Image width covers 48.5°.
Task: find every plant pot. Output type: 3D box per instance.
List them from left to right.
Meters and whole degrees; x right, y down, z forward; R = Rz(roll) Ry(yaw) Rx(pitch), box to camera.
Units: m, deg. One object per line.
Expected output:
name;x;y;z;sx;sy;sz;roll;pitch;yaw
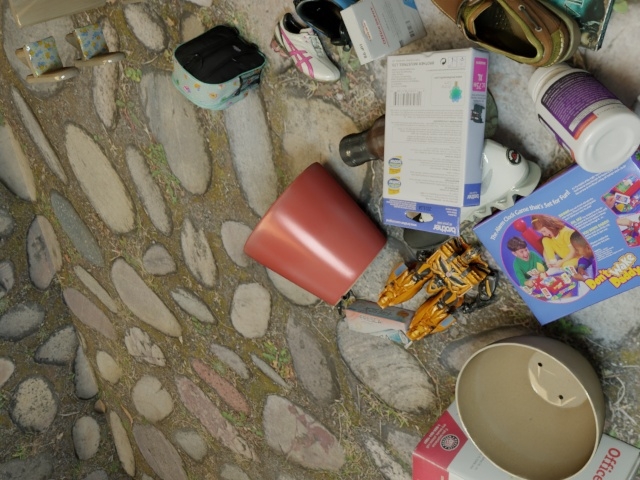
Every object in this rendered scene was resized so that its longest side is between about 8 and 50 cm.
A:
plant pot;0.000;0.000;1.610;0.243;0.275;0.275;40;138;3
plant pot;0.439;0.303;1.408;0.284;0.191;0.284;15;114;36

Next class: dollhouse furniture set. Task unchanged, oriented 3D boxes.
dollhouse furniture set;-0.496;-0.581;1.575;0.256;0.394;0.362;8;121;40

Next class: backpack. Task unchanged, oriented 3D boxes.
backpack;-0.245;-0.385;1.623;0.166;0.188;0.144;44;138;12

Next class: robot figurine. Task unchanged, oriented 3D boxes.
robot figurine;0.252;0.099;1.548;0.211;0.085;0.291;47;139;8

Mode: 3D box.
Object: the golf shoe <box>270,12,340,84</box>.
golf shoe;-0.029;-0.401;1.496;0.186;0.067;0.086;42;136;16

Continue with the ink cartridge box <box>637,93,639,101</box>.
ink cartridge box;0.641;-0.159;1.015;0.333;0.065;0.165;47;139;11

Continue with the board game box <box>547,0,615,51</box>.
board game box;0.402;-0.403;1.110;0.126;0.026;0.186;28;133;29

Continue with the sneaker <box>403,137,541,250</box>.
sneaker;0.247;-0.096;1.361;0.146;0.122;0.330;33;139;-18

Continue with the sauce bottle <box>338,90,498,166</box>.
sauce bottle;0.176;-0.212;1.392;0.344;0.111;0.111;-9;110;46

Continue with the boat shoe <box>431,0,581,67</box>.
boat shoe;0.273;-0.381;1.162;0.307;0.104;0.111;40;139;34

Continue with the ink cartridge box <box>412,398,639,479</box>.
ink cartridge box;0.426;0.493;1.495;0.384;0.279;0.160;21;130;34

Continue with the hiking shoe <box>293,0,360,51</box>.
hiking shoe;-0.013;-0.490;1.371;0.304;0.132;0.113;42;138;15

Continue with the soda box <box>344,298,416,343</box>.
soda box;0.149;0.196;1.735;0.183;0.058;0.063;9;122;41

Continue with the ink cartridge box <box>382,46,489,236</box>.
ink cartridge box;0.197;-0.172;1.252;0.185;0.065;0.311;11;101;46

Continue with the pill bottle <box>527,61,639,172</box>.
pill bottle;0.408;-0.203;1.123;0.193;0.108;0.108;-112;25;-45

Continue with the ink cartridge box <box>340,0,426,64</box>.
ink cartridge box;0.105;-0.389;1.287;0.060;0.180;0.104;-10;109;47

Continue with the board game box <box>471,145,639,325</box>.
board game box;0.471;-0.013;1.266;0.233;0.078;0.347;54;140;1

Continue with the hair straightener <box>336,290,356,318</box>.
hair straightener;0.035;0.098;1.787;0.089;0.047;0.230;2;117;44
